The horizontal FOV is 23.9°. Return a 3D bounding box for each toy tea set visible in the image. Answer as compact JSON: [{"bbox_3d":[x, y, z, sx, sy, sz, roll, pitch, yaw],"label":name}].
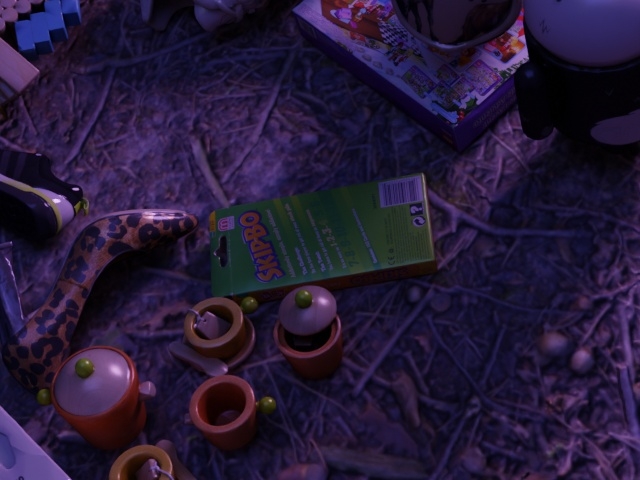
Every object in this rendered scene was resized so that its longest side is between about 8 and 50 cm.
[{"bbox_3d":[-0.136,0.139,1.626,0.336,0.124,0.200,-37,53,-16],"label":"toy tea set"}]

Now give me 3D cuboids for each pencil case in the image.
[{"bbox_3d":[0.218,-0.404,1.794,0.160,0.183,0.410,19,47,13],"label":"pencil case"}]

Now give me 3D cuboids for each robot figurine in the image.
[{"bbox_3d":[0.310,-0.216,1.651,0.173,0.278,0.209,1,60,16],"label":"robot figurine"}]

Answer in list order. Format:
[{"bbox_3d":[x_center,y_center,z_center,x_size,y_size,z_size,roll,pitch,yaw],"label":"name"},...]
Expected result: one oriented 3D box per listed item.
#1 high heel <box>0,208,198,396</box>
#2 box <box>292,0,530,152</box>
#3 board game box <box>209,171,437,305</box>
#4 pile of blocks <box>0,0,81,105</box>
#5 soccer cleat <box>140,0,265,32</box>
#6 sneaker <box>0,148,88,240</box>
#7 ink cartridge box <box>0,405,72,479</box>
[{"bbox_3d":[-0.250,0.070,1.758,0.261,0.093,0.186,-15,78,-10],"label":"high heel"},{"bbox_3d":[0.135,-0.259,1.856,0.201,0.057,0.293,-42,58,-12],"label":"box"},{"bbox_3d":[0.000,0.000,1.744,0.259,0.039,0.124,-8,57,6],"label":"board game box"},{"bbox_3d":[-0.402,-0.255,1.973,0.149,0.112,0.362,43,78,9],"label":"pile of blocks"},{"bbox_3d":[-0.088,-0.335,1.924,0.331,0.116,0.143,-4,72,29],"label":"soccer cleat"},{"bbox_3d":[-0.381,-0.072,1.877,0.234,0.084,0.097,32,47,28],"label":"sneaker"},{"bbox_3d":[-0.290,0.279,1.499,0.117,0.278,0.201,-43,58,-14],"label":"ink cartridge box"}]
